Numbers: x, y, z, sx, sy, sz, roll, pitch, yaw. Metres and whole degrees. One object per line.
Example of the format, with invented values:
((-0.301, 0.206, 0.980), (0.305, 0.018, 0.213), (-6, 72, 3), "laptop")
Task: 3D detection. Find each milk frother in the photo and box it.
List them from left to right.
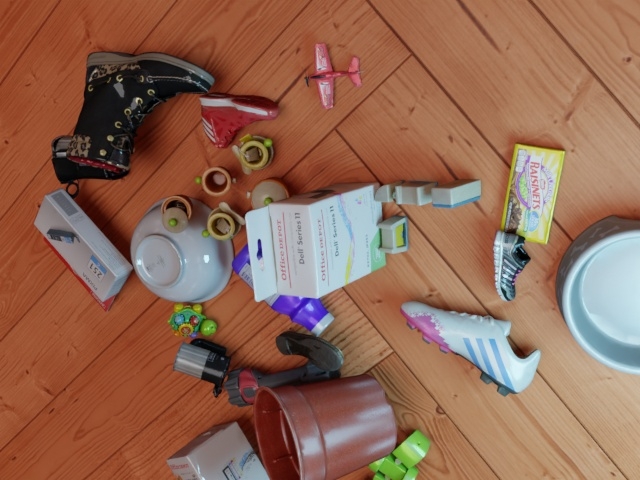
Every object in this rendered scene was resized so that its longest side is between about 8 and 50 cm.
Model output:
((-0.316, 0.345, 1.984), (0.134, 0.129, 0.143), (19, 104, 1), "milk frother")

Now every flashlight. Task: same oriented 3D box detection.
((-0.096, 0.354, 1.922), (0.304, 0.103, 0.103), (-17, 58, 21), "flashlight")

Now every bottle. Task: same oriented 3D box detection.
((-0.088, 0.118, 1.854), (0.283, 0.092, 0.118), (43, 113, 7), "bottle")

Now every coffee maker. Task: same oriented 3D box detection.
((-0.604, -0.200, 1.991), (0.178, 0.120, 0.171), (3, 128, 23), "coffee maker")

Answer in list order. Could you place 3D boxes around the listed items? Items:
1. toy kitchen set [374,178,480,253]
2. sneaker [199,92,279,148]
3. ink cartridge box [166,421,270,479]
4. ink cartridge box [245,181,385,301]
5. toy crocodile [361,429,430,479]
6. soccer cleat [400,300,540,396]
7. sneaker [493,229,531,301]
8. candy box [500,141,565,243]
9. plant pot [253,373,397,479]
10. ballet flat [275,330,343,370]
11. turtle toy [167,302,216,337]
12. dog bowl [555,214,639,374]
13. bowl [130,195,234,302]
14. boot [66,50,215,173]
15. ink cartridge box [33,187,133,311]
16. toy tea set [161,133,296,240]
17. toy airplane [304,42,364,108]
((0.242, -0.051, 1.680), (0.207, 0.122, 0.166), (7, 108, 42), "toy kitchen set")
((-0.193, -0.283, 1.813), (0.221, 0.087, 0.128), (16, 118, 31), "sneaker")
((-0.263, 0.629, 1.991), (0.233, 0.168, 0.171), (59, 144, 0), "ink cartridge box")
((0.000, 0.000, 1.633), (0.119, 0.353, 0.207), (3, 105, 36), "ink cartridge box")
((0.162, 0.609, 1.882), (0.115, 0.105, 0.340), (31, 118, 12), "toy crocodile")
((0.344, 0.210, 1.700), (0.331, 0.116, 0.143), (34, 98, 9), "soccer cleat")
((0.420, 0.058, 1.631), (0.074, 0.063, 0.170), (1, 113, 25), "sneaker")
((0.453, -0.101, 1.606), (0.105, 0.027, 0.206), (11, 108, 18), "candy box")
((0.017, 0.440, 1.740), (0.272, 0.265, 0.272), (38, 133, 56), "plant pot")
((-0.020, 0.263, 1.837), (0.250, 0.058, 0.084), (3, 109, 52), "ballet flat")
((-0.342, 0.222, 1.993), (0.130, 0.066, 0.095), (5, 122, -10), "turtle toy")
((0.659, 0.116, 1.535), (0.348, 0.102, 0.349), (6, 107, 21), "dog bowl")
((-0.384, 0.039, 1.938), (0.297, 0.134, 0.298), (6, 105, 21), "bowl")
((-0.447, -0.306, 1.813), (0.377, 0.138, 0.284), (11, 80, 24), "boot")
((-0.665, 0.044, 2.047), (0.296, 0.066, 0.261), (47, 134, 7), "ink cartridge box")
((-0.224, -0.096, 1.792), (0.336, 0.124, 0.200), (-33, 102, 11), "toy tea set")
((0.032, -0.381, 1.710), (0.151, 0.028, 0.151), (6, 107, 21), "toy airplane")
